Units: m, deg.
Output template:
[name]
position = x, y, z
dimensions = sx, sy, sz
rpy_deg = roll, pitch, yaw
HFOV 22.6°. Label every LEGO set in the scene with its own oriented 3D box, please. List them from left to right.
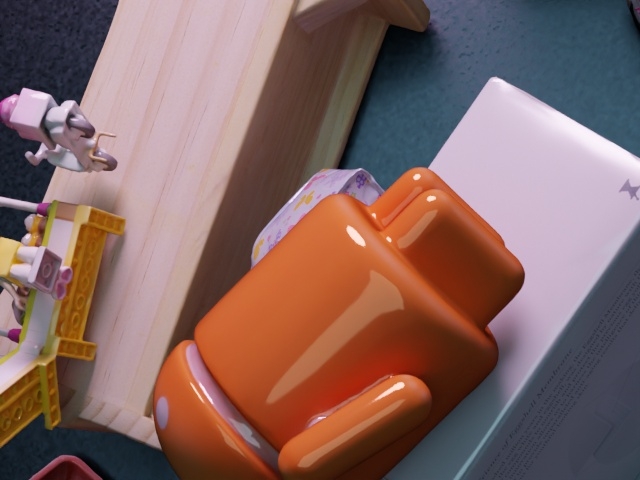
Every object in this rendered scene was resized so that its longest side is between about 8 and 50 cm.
[LEGO set]
position = -0.214, 0.052, 0.959
dimensions = 0.107, 0.132, 0.287
rpy_deg = 11, 63, 23

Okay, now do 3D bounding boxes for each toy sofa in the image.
[toy sofa]
position = -0.074, -0.037, 1.079
dimensions = 0.177, 0.150, 0.362
rpy_deg = 18, 87, 18

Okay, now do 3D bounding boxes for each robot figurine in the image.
[robot figurine]
position = 0.003, 0.064, 0.828
dimensions = 0.219, 0.128, 0.158
rpy_deg = -45, 56, 9

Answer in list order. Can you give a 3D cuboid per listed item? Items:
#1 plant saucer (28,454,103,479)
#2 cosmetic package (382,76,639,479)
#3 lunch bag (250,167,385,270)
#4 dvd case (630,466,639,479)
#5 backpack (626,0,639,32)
[plant saucer]
position = -0.169, 0.304, 1.047
dimensions = 0.258, 0.047, 0.259
rpy_deg = 41, 51, 13
[cosmetic package]
position = 0.128, 0.058, 0.974
dimensions = 0.138, 0.225, 0.224
rpy_deg = 35, 91, 31
[lunch bag]
position = 0.000, 0.000, 0.955
dimensions = 0.083, 0.071, 0.053
rpy_deg = -45, 105, -14
[dvd case]
position = 0.273, 0.182, 0.991
dimensions = 0.180, 0.022, 0.253
rpy_deg = -49, 53, 5
[backpack]
position = 0.263, -0.180, 1.010
dimensions = 0.152, 0.182, 0.115
rpy_deg = -20, 80, 8
